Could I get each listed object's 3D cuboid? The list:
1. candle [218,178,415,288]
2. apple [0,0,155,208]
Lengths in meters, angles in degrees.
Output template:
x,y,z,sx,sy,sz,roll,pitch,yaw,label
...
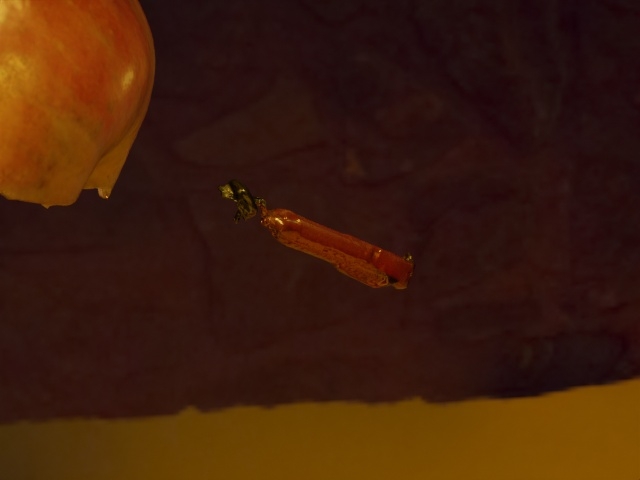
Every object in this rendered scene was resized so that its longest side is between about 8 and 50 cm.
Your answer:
x,y,z,sx,sy,sz,roll,pitch,yaw,label
0.000,0.001,0.741,0.026,0.167,0.021,-47,-127,16,candle
-0.226,-0.135,0.843,0.293,0.251,0.163,-99,-149,-86,apple
